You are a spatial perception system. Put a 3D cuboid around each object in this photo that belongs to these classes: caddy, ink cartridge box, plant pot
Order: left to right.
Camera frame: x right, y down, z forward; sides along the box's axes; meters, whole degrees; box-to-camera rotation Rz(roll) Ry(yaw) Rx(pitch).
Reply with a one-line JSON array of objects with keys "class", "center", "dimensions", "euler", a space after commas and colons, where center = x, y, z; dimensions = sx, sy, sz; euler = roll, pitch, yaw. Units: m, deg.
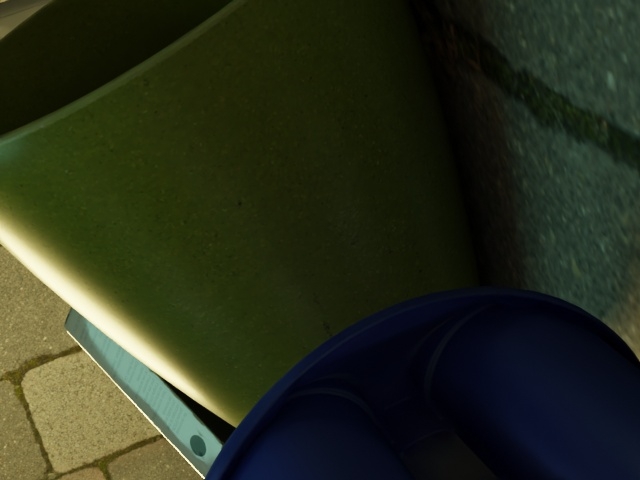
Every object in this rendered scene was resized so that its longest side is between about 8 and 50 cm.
[{"class": "plant pot", "center": [-0.030, -0.013, 0.757], "dimensions": [0.293, 0.275, 0.275], "euler": [58, 174, -24]}, {"class": "ink cartridge box", "center": [-0.029, 0.078, 0.911], "dimensions": [0.208, 0.206, 0.045], "euler": [44, 135, 20]}, {"class": "caddy", "center": [0.077, 0.186, 0.585], "dimensions": [0.179, 0.241, 0.341], "euler": [39, 148, 56]}]

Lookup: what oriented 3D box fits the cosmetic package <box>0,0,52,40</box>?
[{"class": "cosmetic package", "center": [-0.297, -0.203, 1.661], "dimensions": [0.138, 0.225, 0.224], "euler": [-139, 31, -66]}]
